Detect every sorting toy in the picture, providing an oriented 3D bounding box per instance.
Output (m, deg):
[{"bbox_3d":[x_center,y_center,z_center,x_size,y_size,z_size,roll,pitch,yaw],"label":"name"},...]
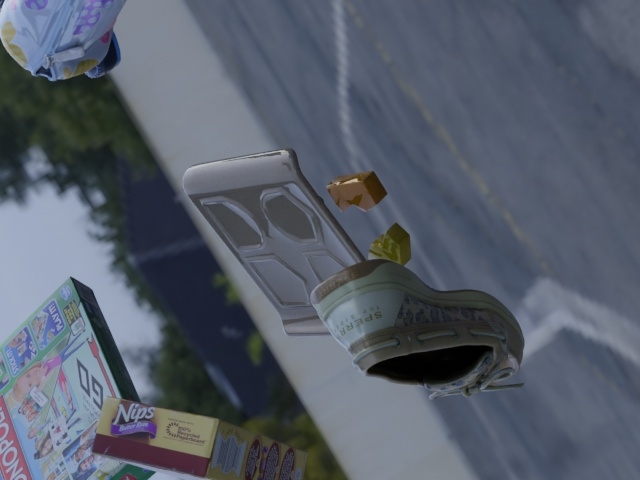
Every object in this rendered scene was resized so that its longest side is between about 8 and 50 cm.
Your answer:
[{"bbox_3d":[0.000,0.000,1.868,0.307,0.041,0.229,-6,123,53],"label":"sorting toy"}]

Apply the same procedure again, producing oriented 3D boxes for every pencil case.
[{"bbox_3d":[-0.225,-0.272,1.691,0.113,0.124,0.273,29,139,-4],"label":"pencil case"}]

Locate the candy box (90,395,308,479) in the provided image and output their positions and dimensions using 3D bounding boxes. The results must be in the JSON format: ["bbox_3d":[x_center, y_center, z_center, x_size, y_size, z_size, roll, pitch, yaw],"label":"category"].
[{"bbox_3d":[-0.096,0.177,1.480,0.109,0.053,0.186,9,171,25],"label":"candy box"}]

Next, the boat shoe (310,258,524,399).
[{"bbox_3d":[0.093,0.095,1.514,0.285,0.104,0.089,20,-138,-52],"label":"boat shoe"}]

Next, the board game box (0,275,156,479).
[{"bbox_3d":[-0.312,0.215,2.091,0.046,0.213,0.317,38,-166,-42],"label":"board game box"}]

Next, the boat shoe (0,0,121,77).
[{"bbox_3d":[-0.332,-0.279,1.993,0.258,0.089,0.109,49,149,-1],"label":"boat shoe"}]
